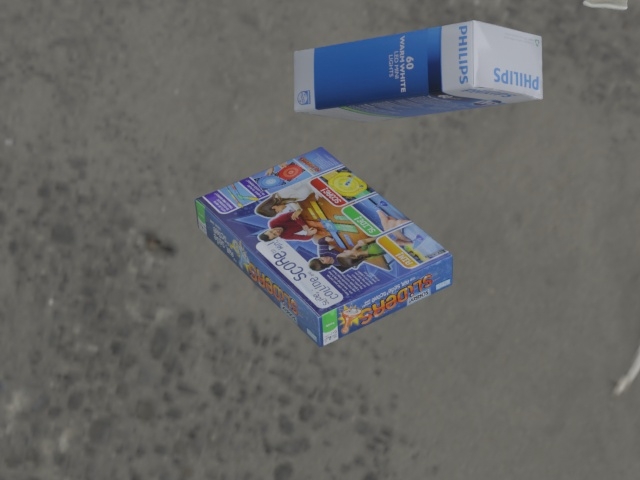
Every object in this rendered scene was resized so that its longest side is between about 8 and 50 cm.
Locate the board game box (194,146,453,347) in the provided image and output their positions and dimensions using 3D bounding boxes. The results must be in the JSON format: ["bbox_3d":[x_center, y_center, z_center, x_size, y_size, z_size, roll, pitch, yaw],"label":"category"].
[{"bbox_3d":[0.000,0.000,1.303,0.136,0.035,0.201,-23,42,-23],"label":"board game box"}]

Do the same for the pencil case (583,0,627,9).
[{"bbox_3d":[0.324,-0.417,1.397,0.160,0.410,0.183,9,28,0],"label":"pencil case"}]

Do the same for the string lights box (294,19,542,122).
[{"bbox_3d":[0.108,-0.187,1.726,0.133,0.259,0.077,3,85,-48],"label":"string lights box"}]
